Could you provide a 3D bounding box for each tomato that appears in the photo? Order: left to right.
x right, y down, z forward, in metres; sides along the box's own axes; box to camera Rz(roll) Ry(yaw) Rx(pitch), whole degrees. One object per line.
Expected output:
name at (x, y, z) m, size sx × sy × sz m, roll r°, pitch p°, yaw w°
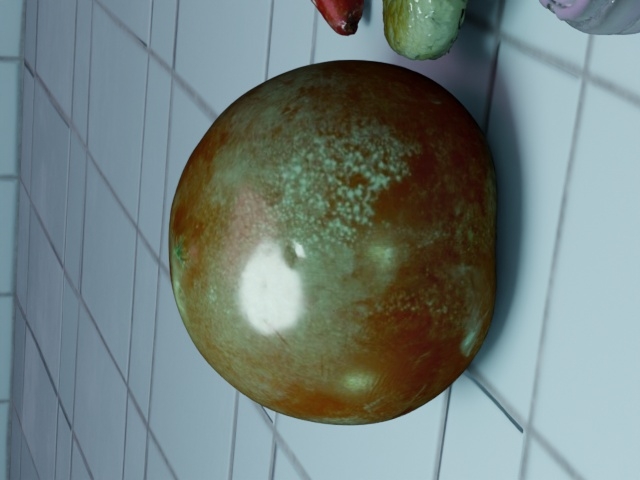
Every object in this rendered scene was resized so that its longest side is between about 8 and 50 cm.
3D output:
tomato at (0.000, 0.000, 1.104) m, size 0.270 × 0.222 × 0.270 m, roll 175°, pitch 90°, yaw -70°

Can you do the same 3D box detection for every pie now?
pie at (0.075, -0.238, 1.053) m, size 0.240 × 0.054 × 0.240 m, roll -176°, pitch 90°, yaw -86°

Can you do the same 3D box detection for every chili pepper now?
chili pepper at (0.000, -0.238, 1.323) m, size 0.088 × 0.065 × 0.169 m, roll 109°, pitch 148°, yaw -45°

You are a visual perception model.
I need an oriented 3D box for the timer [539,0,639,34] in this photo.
timer at (0.157, -0.230, 0.882) m, size 0.208 × 0.069 × 0.191 m, roll -119°, pitch 31°, yaw -54°
